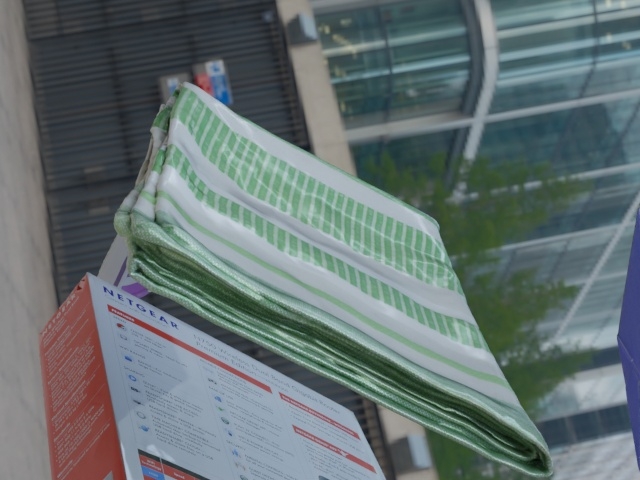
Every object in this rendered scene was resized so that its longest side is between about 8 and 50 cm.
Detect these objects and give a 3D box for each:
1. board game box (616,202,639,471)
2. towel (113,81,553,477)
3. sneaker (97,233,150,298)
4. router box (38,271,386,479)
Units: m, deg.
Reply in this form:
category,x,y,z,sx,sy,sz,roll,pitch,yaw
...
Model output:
category,x,y,z,sx,sy,sz,roll,pitch,yaw
board game box,0.371,0.071,0.750,0.232,0.290,0.141,69,17,-60
towel,0.000,0.000,0.653,0.038,0.247,0.325,-58,-166,14
sneaker,-0.125,0.011,1.074,0.282,0.161,0.102,-49,-161,51
router box,-0.068,0.203,0.913,0.335,0.082,0.301,32,15,-30
